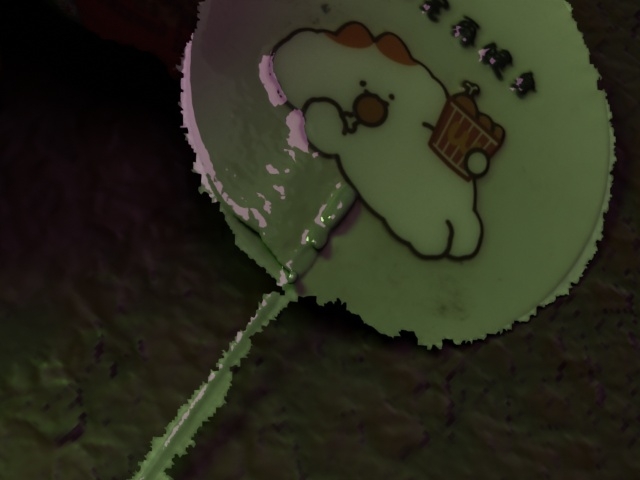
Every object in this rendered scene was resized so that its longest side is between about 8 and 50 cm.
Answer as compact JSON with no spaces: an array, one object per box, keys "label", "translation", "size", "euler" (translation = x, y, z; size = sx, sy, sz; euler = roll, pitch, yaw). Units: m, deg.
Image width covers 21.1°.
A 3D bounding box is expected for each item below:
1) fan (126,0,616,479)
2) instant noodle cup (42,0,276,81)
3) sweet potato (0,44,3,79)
[{"label":"fan","translation":[0.000,0.000,0.649],"size":[0.191,0.009,0.329],"euler":[41,65,-10]},{"label":"instant noodle cup","translation":[-0.048,-0.195,0.712],"size":[0.274,0.091,0.274],"euler":[1,89,-30]},{"label":"sweet potato","translation":[-0.150,-0.070,0.668],"size":[0.056,0.056,0.195],"euler":[11,53,-4]}]
